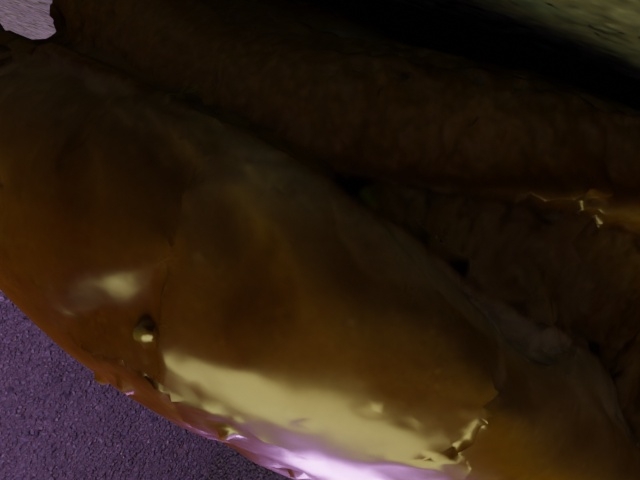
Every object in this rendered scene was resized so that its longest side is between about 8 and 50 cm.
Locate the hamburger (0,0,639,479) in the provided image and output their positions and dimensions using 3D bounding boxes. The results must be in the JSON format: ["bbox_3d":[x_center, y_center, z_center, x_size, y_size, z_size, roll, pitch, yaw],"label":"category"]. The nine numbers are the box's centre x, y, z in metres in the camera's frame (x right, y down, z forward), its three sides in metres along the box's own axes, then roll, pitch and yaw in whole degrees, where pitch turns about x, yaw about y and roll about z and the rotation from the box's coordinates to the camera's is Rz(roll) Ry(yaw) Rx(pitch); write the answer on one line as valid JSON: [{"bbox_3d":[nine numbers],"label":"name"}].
[{"bbox_3d":[0.000,0.000,0.472,0.314,0.170,0.290,24,175,23],"label":"hamburger"}]
